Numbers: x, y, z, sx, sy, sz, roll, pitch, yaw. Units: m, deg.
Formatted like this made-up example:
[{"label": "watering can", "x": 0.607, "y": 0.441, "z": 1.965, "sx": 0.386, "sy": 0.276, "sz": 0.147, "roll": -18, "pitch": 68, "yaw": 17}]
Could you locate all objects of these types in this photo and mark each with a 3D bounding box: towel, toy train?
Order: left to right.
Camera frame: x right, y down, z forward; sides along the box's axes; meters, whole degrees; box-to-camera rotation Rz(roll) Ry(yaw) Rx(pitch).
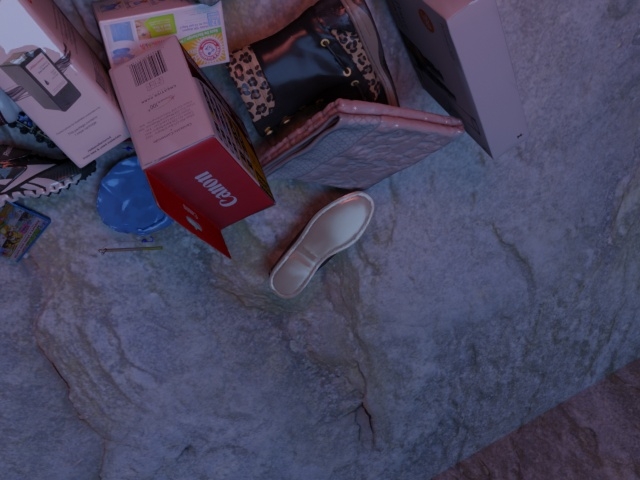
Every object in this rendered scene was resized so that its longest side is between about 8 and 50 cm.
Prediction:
[{"label": "toy train", "x": -0.497, "y": -0.192, "z": 1.159, "sx": 0.158, "sy": 0.027, "sz": 0.036, "roll": 31, "pitch": 104, "yaw": -41}, {"label": "towel", "x": 0.072, "y": -0.181, "z": 1.305, "sx": 0.317, "sy": 0.053, "sz": 0.332, "roll": 1, "pitch": 164, "yaw": -35}]

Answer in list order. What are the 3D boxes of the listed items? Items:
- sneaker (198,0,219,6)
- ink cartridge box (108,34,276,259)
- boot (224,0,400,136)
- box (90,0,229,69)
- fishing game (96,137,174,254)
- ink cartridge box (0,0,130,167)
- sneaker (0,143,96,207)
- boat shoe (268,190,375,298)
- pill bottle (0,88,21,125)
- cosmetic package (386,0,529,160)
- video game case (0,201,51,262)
[{"label": "sneaker", "x": -0.134, "y": -0.559, "z": 0.990, "sx": 0.150, "sy": 0.135, "sz": 0.365, "roll": 34, "pitch": 88, "yaw": -4}, {"label": "ink cartridge box", "x": -0.199, "y": -0.142, "z": 1.108, "sx": 0.130, "sy": 0.271, "sz": 0.309, "roll": -25, "pitch": 160, "yaw": 6}, {"label": "boot", "x": -0.004, "y": -0.290, "z": 1.265, "sx": 0.284, "sy": 0.138, "sz": 0.377, "roll": -26, "pitch": 143, "yaw": 1}, {"label": "box", "x": -0.270, "y": -0.356, "z": 1.093, "sx": 0.203, "sy": 0.103, "sz": 0.114, "roll": -17, "pitch": 131, "yaw": -15}, {"label": "fishing game", "x": -0.364, "y": -0.094, "z": 1.301, "sx": 0.189, "sy": 0.041, "sz": 0.263, "roll": -8, "pitch": 123, "yaw": -32}, {"label": "ink cartridge box", "x": -0.431, "y": -0.281, "z": 1.005, "sx": 0.115, "sy": 0.198, "sz": 0.272, "roll": -33, "pitch": 133, "yaw": 1}, {"label": "sneaker", "x": -0.528, "y": -0.128, "z": 1.147, "sx": 0.235, "sy": 0.078, "sz": 0.106, "roll": -17, "pitch": 115, "yaw": -5}, {"label": "boat shoe", "x": 0.000, "y": 0.000, "z": 1.524, "sx": 0.117, "sy": 0.096, "sz": 0.324, "roll": 40, "pitch": 102, "yaw": -11}, {"label": "pill bottle", "x": -0.561, "y": -0.227, "z": 1.058, "sx": 0.152, "sy": 0.086, "sz": 0.086, "roll": -19, "pitch": 132, "yaw": -12}, {"label": "cosmetic package", "x": 0.246, "y": -0.363, "z": 1.201, "sx": 0.097, "sy": 0.284, "sz": 0.377, "roll": -36, "pitch": 140, "yaw": 3}, {"label": "video game case", "x": -0.628, "y": -0.033, "z": 1.227, "sx": 0.119, "sy": 0.015, "sz": 0.166, "roll": -47, "pitch": 132, "yaw": 12}]
